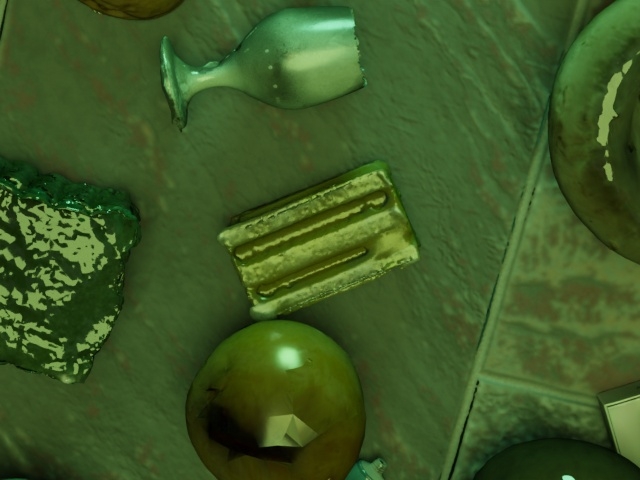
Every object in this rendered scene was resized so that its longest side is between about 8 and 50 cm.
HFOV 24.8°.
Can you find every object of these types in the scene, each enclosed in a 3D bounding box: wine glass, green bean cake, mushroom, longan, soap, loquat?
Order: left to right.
[{"bbox_3d":[-0.365,0.032,1.813,0.255,0.132,0.241,15,102,-7],"label":"green bean cake"},{"bbox_3d":[-0.069,-0.212,1.771,0.241,0.126,0.126,-10,102,2],"label":"wine glass"},{"bbox_3d":[-0.054,0.214,1.811,0.235,0.235,0.235,0,102,-1],"label":"loquat"},{"bbox_3d":[0.000,0.000,1.843,0.233,0.076,0.135,-23,102,4],"label":"soap"},{"bbox_3d":[0.311,0.392,1.838,0.297,0.297,0.297,0,102,-1],"label":"longan"},{"bbox_3d":[0.452,-0.131,1.713,0.362,0.294,0.362,-1,102,-3],"label":"mushroom"}]

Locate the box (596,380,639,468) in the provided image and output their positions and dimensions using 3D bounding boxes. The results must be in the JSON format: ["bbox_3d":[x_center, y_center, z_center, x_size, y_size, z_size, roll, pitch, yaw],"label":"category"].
[{"bbox_3d":[0.447,0.249,1.922,0.130,0.051,0.129,-18,102,1],"label":"box"}]

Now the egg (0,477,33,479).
[{"bbox_3d":[-0.416,0.484,1.835,0.276,0.276,0.389,20,103,-6],"label":"egg"}]

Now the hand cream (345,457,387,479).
[{"bbox_3d":[0.008,0.372,1.945,0.083,0.048,0.224,39,104,-12],"label":"hand cream"}]

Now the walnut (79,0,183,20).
[{"bbox_3d":[-0.241,-0.347,1.754,0.211,0.087,0.167,11,106,-4],"label":"walnut"}]
